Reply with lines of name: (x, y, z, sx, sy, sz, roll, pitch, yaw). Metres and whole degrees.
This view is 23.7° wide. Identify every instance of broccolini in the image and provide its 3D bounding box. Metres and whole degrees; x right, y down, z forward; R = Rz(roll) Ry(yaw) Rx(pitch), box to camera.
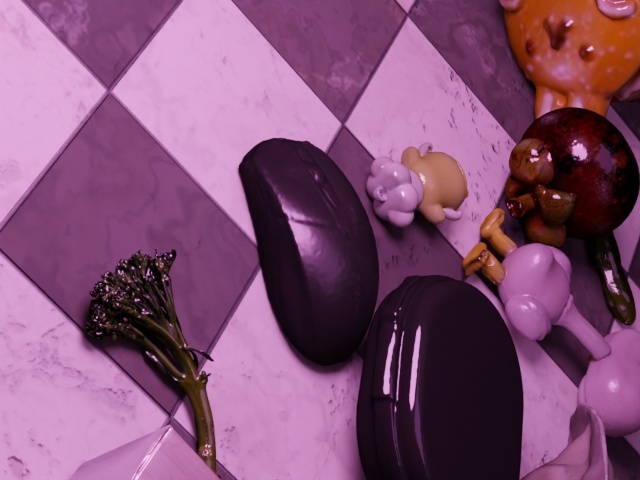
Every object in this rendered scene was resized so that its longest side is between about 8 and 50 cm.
broccolini: (-0.158, 0.141, 1.482, 0.123, 0.062, 0.271, -10, 80, -38)

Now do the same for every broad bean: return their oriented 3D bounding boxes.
broad bean: (0.405, 0.011, 2.133, 0.069, 0.039, 0.226, 24, 54, -43)

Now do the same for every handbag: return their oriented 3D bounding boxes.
handbag: (0.132, 0.185, 1.690, 0.254, 0.093, 0.308, 38, 49, -42)

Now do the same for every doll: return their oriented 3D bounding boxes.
doll: (0.330, 0.117, 1.960, 0.365, 0.094, 0.160, 48, 41, -16)
doll: (0.119, -0.066, 1.861, 0.162, 0.062, 0.106, -12, 75, -48)

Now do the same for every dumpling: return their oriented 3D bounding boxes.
dumpling: (0.277, 0.311, 1.725, 0.293, 0.163, 0.204, -81, 148, -62)

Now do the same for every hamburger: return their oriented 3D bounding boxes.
hamburger: (0.372, -0.296, 2.119, 0.186, 0.261, 0.302, -18, 124, -43)

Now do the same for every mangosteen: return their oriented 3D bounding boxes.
mangosteen: (0.324, -0.078, 2.013, 0.200, 0.200, 0.200, 23, 55, -37)

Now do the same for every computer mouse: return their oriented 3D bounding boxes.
computer mouse: (0.000, 0.000, 1.687, 0.137, 0.086, 0.269, 3, 67, -46)

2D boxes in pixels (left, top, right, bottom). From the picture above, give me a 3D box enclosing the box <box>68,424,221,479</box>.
box: (-0.130, 0.273, 1.374, 0.199, 0.135, 0.081, 50, 43, -14)
